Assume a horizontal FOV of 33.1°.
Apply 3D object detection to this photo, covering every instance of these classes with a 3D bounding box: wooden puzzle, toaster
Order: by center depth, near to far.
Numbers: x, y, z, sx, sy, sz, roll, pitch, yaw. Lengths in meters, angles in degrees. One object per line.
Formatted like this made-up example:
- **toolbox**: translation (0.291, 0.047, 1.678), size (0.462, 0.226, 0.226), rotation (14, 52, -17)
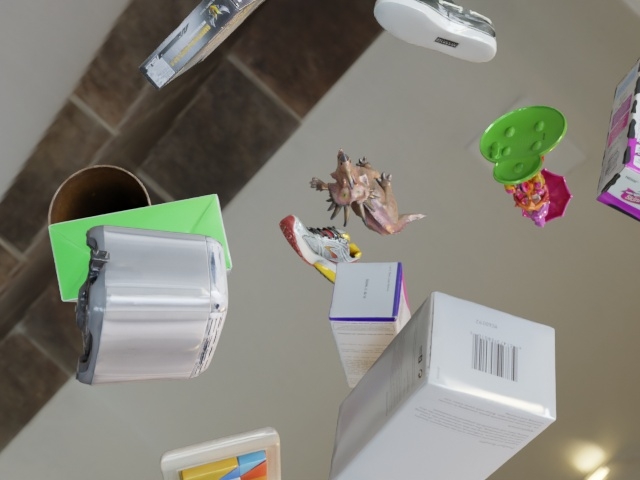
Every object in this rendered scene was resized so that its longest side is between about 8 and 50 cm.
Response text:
- **toaster**: translation (-0.187, 0.068, 1.172), size (0.227, 0.146, 0.129), rotation (113, -26, -50)
- **wooden puzzle**: translation (-0.180, 0.445, 2.018), size (0.220, 0.044, 0.239), rotation (-12, 142, -9)

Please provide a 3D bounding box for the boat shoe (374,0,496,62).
- **boat shoe**: translation (0.181, -0.349, 1.702), size (0.078, 0.219, 0.070), rotation (-34, -136, 53)

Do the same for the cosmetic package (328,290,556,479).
- **cosmetic package**: translation (0.167, 0.249, 1.555), size (0.365, 0.196, 0.155), rotation (124, -20, -50)

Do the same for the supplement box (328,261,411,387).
- **supplement box**: translation (0.089, 0.144, 1.780), size (0.220, 0.113, 0.111), rotation (74, 20, -49)

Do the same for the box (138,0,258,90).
- **box**: translation (-0.191, -0.372, 1.864), size (0.231, 0.056, 0.183), rotation (-37, -172, 32)

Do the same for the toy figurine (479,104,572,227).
- **toy figurine**: translation (0.317, -0.084, 1.584), size (0.130, 0.159, 0.173), rotation (-10, -141, 25)

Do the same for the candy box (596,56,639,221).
- **candy box**: translation (0.443, -0.113, 1.347), size (0.071, 0.159, 0.233), rotation (-59, -173, 47)

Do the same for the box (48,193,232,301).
- **box**: translation (-0.279, 0.021, 1.726), size (0.261, 0.127, 0.231), rotation (-11, 178, -5)

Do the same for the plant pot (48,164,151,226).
- **plant pot**: translation (-0.445, -0.025, 2.314), size (0.215, 0.215, 0.230), rotation (-48, 168, -8)

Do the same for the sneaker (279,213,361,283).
- **sneaker**: translation (0.000, 0.000, 2.073), size (0.093, 0.088, 0.225), rotation (-44, 143, 7)

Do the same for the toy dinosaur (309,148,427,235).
- **toy dinosaur**: translation (0.101, -0.076, 2.221), size (0.127, 0.295, 0.200), rotation (-50, -154, 12)
